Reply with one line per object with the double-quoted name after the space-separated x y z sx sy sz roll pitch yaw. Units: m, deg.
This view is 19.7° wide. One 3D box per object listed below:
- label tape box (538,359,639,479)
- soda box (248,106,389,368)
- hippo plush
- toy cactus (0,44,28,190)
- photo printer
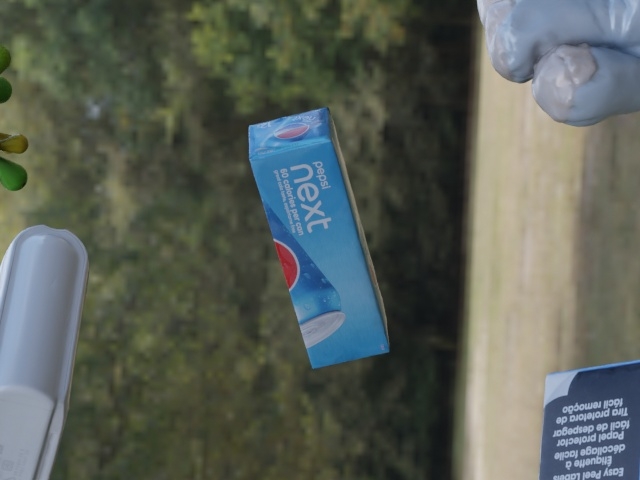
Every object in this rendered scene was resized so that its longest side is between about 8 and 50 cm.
0.261 0.245 1.172 0.115 0.249 0.348 29 -120 -41 "label tape box"
0.000 0.000 1.548 0.067 0.071 0.210 -93 -11 -61 "soda box"
0.298 -0.238 1.697 0.234 0.294 0.237 -31 -30 -50 "hippo plush"
-0.381 -0.142 1.898 0.180 0.112 0.219 -41 -62 -64 "toy cactus"
-0.341 0.151 2.112 0.308 0.107 0.256 -89 16 -50 "photo printer"
